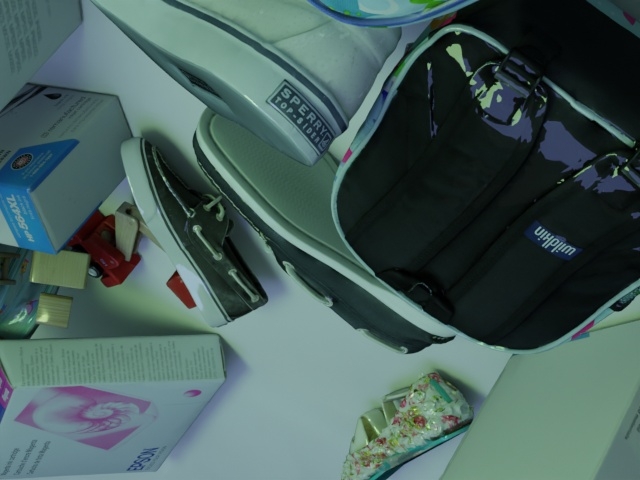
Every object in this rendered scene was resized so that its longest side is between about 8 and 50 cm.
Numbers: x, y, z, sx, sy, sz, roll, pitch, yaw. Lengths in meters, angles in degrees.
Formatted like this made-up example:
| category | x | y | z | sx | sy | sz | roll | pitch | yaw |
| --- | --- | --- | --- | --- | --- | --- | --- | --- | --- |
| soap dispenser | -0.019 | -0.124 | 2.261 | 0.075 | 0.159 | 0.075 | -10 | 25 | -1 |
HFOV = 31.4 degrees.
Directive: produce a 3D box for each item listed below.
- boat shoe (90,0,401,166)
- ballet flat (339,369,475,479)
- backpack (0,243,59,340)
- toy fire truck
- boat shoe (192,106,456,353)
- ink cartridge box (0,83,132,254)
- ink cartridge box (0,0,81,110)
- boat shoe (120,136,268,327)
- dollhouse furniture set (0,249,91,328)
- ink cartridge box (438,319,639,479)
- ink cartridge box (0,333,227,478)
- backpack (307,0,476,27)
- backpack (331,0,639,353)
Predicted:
| category | x | y | z | sx | sy | sz | roll | pitch | yaw |
| --- | --- | --- | --- | --- | --- | --- | --- | --- | --- |
| boat shoe | -0.060 | -0.185 | 0.818 | 0.136 | 0.156 | 0.367 | 44 | 175 | -36 |
| ballet flat | 0.082 | 0.205 | 1.218 | 0.077 | 0.091 | 0.241 | 60 | 141 | 14 |
| backpack | -0.365 | 0.040 | 1.270 | 0.144 | 0.165 | 0.188 | 25 | 147 | -5 |
| toy fire truck | -0.209 | -0.004 | 1.204 | 0.135 | 0.047 | 0.192 | -16 | 121 | 45 |
| boat shoe | 0.000 | 0.000 | 1.003 | 0.302 | 0.114 | 0.091 | 41 | 137 | -9 |
| ink cartridge box | -0.305 | -0.078 | 1.105 | 0.203 | 0.148 | 0.086 | 11 | 137 | 25 |
| ink cartridge box | -0.410 | -0.160 | 0.898 | 0.279 | 0.384 | 0.160 | 22 | 145 | 14 |
| boat shoe | -0.121 | -0.015 | 1.117 | 0.070 | 0.077 | 0.219 | -23 | 119 | 9 |
| dollhouse furniture set | -0.322 | 0.092 | 1.129 | 0.161 | 0.181 | 0.101 | 8 | 180 | -10 |
| ink cartridge box | 0.276 | 0.238 | 0.984 | 0.270 | 0.197 | 0.198 | 47 | 145 | -14 |
| ink cartridge box | -0.314 | 0.206 | 1.351 | 0.330 | 0.071 | 0.324 | 0 | 152 | -24 |
| backpack | 0.085 | -0.267 | 0.561 | 0.290 | 0.273 | 0.356 | 40 | 155 | -20 |
| backpack | 0.136 | -0.050 | 0.783 | 0.225 | 0.191 | 0.253 | 35 | 136 | 1 |
